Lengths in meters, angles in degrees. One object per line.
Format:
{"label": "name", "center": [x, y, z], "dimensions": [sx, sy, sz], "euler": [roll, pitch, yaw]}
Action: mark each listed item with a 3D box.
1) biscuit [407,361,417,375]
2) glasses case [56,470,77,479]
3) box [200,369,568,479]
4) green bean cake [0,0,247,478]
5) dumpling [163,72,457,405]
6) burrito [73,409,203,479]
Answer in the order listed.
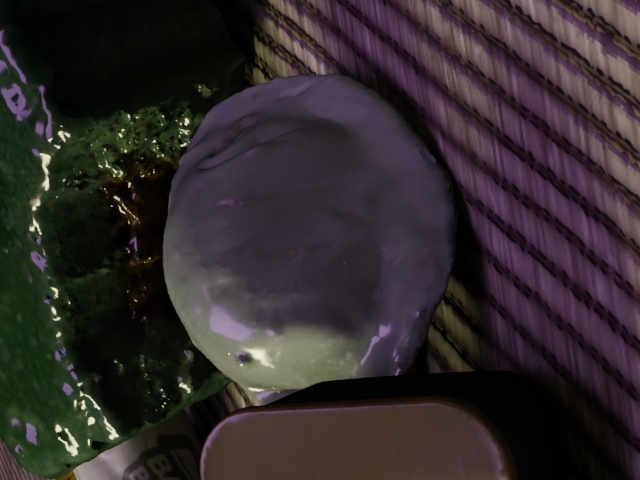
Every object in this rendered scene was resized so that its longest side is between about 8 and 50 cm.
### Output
{"label": "biscuit", "center": [0.019, 0.128, 0.954], "dimensions": [0.174, 0.039, 0.183], "euler": [-153, 56, -68]}
{"label": "glasses case", "center": [-0.190, 0.212, 1.499], "dimensions": [0.064, 0.079, 0.234], "euler": [67, 157, 15]}
{"label": "box", "center": [0.040, 0.158, 0.746], "dimensions": [0.144, 0.090, 0.201], "euler": [-7, 95, 27]}
{"label": "green bean cake", "center": [-0.152, -0.029, 1.107], "dimensions": [0.300, 0.169, 0.307], "euler": [-36, 80, 53]}
{"label": "dumpling", "center": [-0.001, 0.008, 0.868], "dimensions": [0.108, 0.153, 0.219], "euler": [59, -172, -61]}
{"label": "burrito", "center": [-0.083, 0.294, 1.205], "dimensions": [0.139, 0.101, 0.445], "euler": [74, 174, -61]}
